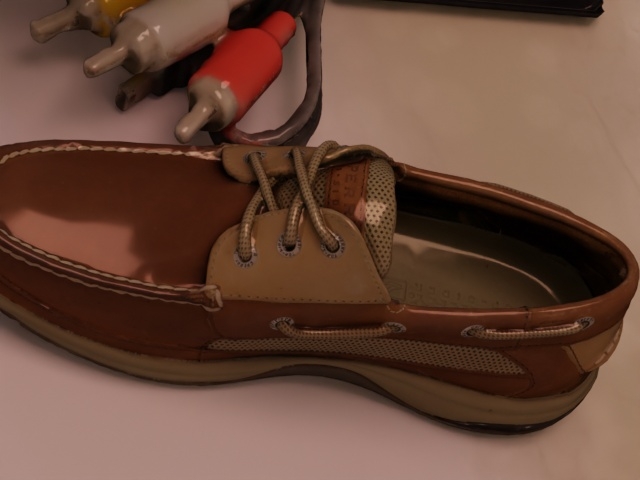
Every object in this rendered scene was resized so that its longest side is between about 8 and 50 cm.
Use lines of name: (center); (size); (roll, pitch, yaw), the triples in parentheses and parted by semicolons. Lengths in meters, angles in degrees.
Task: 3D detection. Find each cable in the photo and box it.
cable: (-0.014, -0.145, 0.980); (0.139, 0.072, 0.287); (38, 60, 11)

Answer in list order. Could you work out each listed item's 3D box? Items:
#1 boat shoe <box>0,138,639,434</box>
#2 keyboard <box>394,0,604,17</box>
boat shoe: (0.000, 0.000, 0.872); (0.324, 0.120, 0.122); (10, 54, -16)
keyboard: (0.079, -0.181, 1.093); (0.180, 0.023, 0.108); (2, 63, -23)
